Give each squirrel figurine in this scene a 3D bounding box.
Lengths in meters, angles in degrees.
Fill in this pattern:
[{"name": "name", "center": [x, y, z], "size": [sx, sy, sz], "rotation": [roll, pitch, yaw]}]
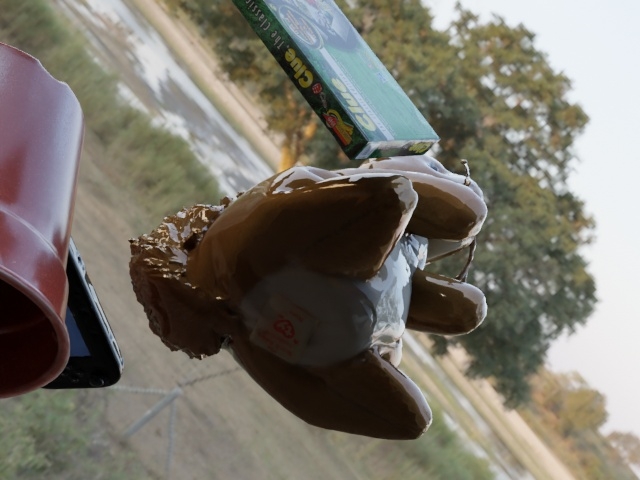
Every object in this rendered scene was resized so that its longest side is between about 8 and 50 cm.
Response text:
[{"name": "squirrel figurine", "center": [0.000, 0.000, 1.093], "size": [0.370, 0.397, 0.281], "rotation": [-52, 133, -55]}]

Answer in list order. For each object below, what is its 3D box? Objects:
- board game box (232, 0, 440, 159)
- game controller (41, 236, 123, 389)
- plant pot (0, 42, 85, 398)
[{"name": "board game box", "center": [-0.004, -0.181, 0.873], "size": [0.259, 0.030, 0.136], "rotation": [55, 28, 16]}, {"name": "game controller", "center": [-0.386, 0.092, 1.330], "size": [0.067, 0.167, 0.319], "rotation": [-94, 173, -51]}, {"name": "plant pot", "center": [-0.344, -0.030, 0.903], "size": [0.272, 0.272, 0.265], "rotation": [46, 36, -41]}]
